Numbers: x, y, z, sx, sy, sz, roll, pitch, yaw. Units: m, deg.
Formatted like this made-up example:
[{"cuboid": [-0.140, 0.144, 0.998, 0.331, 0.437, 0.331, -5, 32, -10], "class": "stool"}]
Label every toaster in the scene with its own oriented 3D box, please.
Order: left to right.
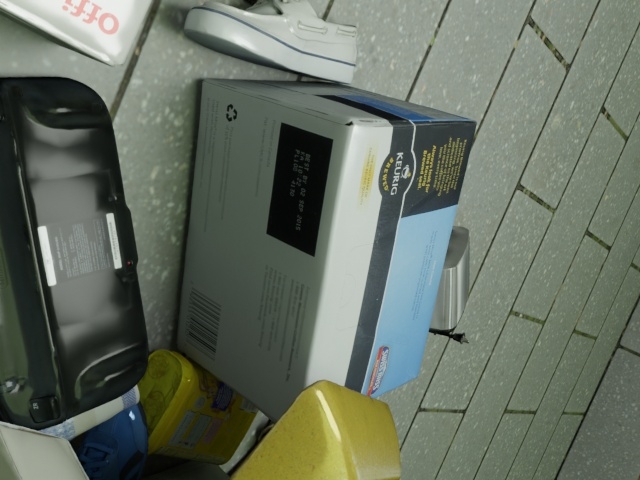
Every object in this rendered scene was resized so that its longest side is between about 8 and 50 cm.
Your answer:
[{"cuboid": [0.137, 0.054, 0.997, 0.168, 0.186, 0.110, -50, 142, -59], "class": "toaster"}]

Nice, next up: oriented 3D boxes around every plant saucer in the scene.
[{"cuboid": [-0.038, 0.310, 0.702, 0.332, 0.081, 0.333, -49, 156, -2], "class": "plant saucer"}]

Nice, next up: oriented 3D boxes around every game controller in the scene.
[{"cuboid": [-0.247, 0.011, 0.628, 0.166, 0.067, 0.318, -20, 107, -56], "class": "game controller"}]

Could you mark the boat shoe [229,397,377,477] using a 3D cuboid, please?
[{"cuboid": [-0.034, 0.325, 1.036, 0.324, 0.123, 0.116, -49, 136, -20], "class": "boat shoe"}]

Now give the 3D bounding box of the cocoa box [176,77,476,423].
[{"cuboid": [0.000, 0.000, 0.808, 0.228, 0.232, 0.346, -12, 119, -46], "class": "cocoa box"}]

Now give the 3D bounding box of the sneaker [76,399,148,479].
[{"cuboid": [-0.246, 0.267, 0.745, 0.082, 0.069, 0.209, 35, 67, -72], "class": "sneaker"}]

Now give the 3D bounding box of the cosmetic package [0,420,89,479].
[{"cuboid": [-0.324, 0.312, 0.549, 0.309, 0.160, 0.113, -38, 153, -5], "class": "cosmetic package"}]

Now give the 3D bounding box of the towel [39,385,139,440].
[{"cuboid": [-0.313, 0.113, 0.627, 0.285, 0.034, 0.209, -21, 103, -41], "class": "towel"}]

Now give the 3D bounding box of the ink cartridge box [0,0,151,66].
[{"cuboid": [-0.202, -0.304, 0.519, 0.198, 0.115, 0.272, 23, 92, -50], "class": "ink cartridge box"}]

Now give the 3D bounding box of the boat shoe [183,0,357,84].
[{"cuboid": [-0.046, -0.235, 0.757, 0.258, 0.095, 0.084, -4, 109, -58], "class": "boat shoe"}]

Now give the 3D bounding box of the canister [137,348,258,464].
[{"cuboid": [-0.165, 0.220, 0.872, 0.126, 0.073, 0.170, -60, 142, -5], "class": "canister"}]

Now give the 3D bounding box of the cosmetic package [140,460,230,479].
[{"cuboid": [-0.209, 0.501, 0.905, 0.197, 0.155, 0.365, -5, 113, -43], "class": "cosmetic package"}]
